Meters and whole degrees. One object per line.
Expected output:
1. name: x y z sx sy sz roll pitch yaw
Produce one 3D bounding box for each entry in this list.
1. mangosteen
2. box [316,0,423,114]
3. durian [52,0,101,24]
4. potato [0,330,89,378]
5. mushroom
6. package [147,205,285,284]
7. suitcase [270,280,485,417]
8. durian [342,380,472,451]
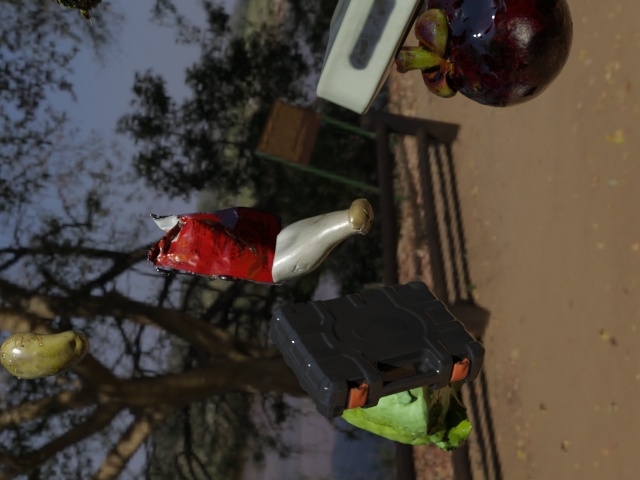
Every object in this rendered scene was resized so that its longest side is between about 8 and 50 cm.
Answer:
1. mangosteen: 0.315 -0.394 1.703 0.297 0.293 0.297 9 101 51
2. box: 0.116 -0.367 1.017 0.373 0.090 0.367 -67 3 -49
3. durian: -0.441 -0.477 1.630 0.137 0.095 0.220 -66 -24 0
4. potato: -0.439 0.182 1.464 0.091 0.138 0.070 106 158 -60
5. mushroom: 0.000 0.000 1.678 0.093 0.225 0.116 60 -167 -17
6. package: -0.201 0.002 1.798 0.071 0.269 0.194 106 164 -56
7. suitcase: 0.086 0.157 1.403 0.206 0.285 0.066 50 140 45
8. durian: 0.124 0.253 1.688 0.256 0.339 0.204 77 -148 -63
